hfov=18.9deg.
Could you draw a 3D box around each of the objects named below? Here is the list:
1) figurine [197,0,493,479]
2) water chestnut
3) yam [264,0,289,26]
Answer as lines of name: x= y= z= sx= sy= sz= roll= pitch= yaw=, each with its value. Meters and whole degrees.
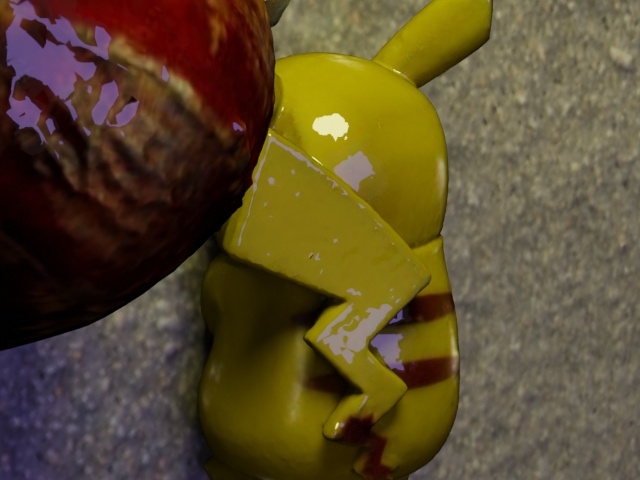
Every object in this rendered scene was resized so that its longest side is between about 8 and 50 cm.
figurine: x=0.000 y=0.007 z=1.187 sx=0.218 sy=0.169 sz=0.326 roll=-13 pitch=104 yaw=-37
water chestnut: x=-0.192 y=-0.106 z=0.971 sx=0.350 sy=0.350 sz=0.302 roll=37 pitch=53 yaw=-31
yam: x=-0.101 y=-0.150 z=1.161 sx=0.169 sy=0.068 sz=0.068 roll=-12 pitch=103 yaw=-32
